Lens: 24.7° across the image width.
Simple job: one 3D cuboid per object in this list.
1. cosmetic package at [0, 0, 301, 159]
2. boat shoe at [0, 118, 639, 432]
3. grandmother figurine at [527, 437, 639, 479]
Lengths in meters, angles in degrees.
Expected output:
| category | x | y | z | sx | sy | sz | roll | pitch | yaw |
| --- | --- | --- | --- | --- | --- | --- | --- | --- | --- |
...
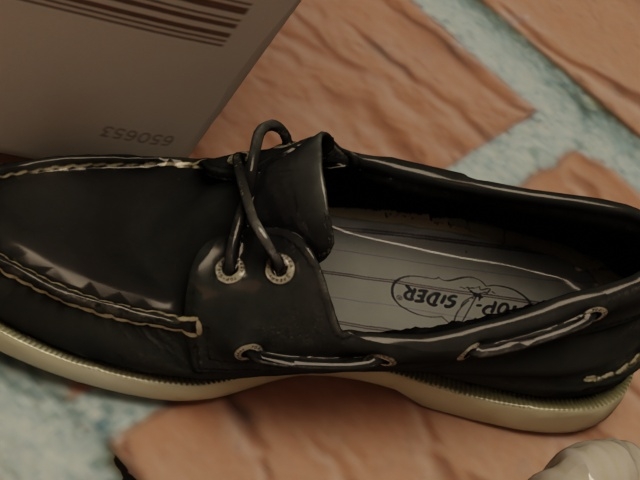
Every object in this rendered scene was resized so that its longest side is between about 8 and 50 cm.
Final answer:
| category | x | y | z | sx | sy | sz | roll | pitch | yaw |
| --- | --- | --- | --- | --- | --- | --- | --- | --- | --- |
| cosmetic package | -0.171 | -0.292 | 0.636 | 0.327 | 0.329 | 0.394 | 8 | 46 | -35 |
| boat shoe | 0.001 | 0.003 | 0.640 | 0.340 | 0.113 | 0.127 | 14 | 47 | -12 |
| grandmother figurine | 0.234 | 0.162 | 0.617 | 0.342 | 0.104 | 0.208 | 18 | 37 | -12 |
